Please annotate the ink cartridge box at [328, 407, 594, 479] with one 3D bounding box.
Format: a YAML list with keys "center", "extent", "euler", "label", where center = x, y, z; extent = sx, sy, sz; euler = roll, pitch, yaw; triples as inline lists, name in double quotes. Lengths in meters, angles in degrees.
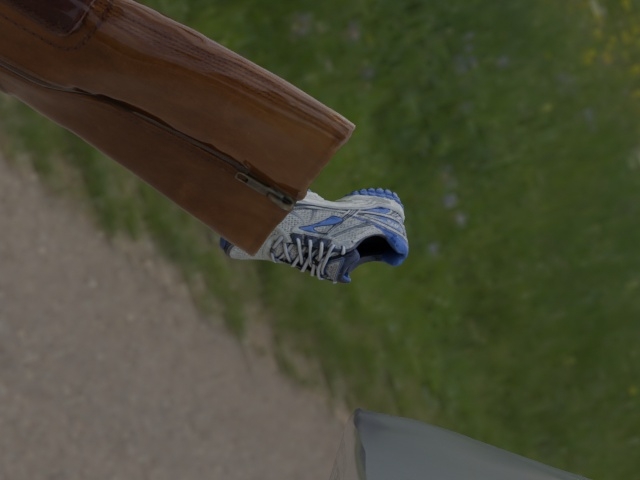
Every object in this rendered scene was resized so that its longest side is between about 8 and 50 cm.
- center: [0.016, 0.257, 0.476]
  extent: [0.270, 0.151, 0.395]
  euler: [-35, 144, -90]
  label: "ink cartridge box"

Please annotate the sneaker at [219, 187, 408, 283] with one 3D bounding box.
- center: [0.000, 0.000, 1.292]
  extent: [0.052, 0.135, 0.058]
  euler: [110, -33, -51]
  label: "sneaker"

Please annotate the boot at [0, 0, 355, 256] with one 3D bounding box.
- center: [-0.113, -0.110, 0.920]
  extent: [0.280, 0.264, 0.096]
  euler: [33, 59, 1]
  label: "boot"
